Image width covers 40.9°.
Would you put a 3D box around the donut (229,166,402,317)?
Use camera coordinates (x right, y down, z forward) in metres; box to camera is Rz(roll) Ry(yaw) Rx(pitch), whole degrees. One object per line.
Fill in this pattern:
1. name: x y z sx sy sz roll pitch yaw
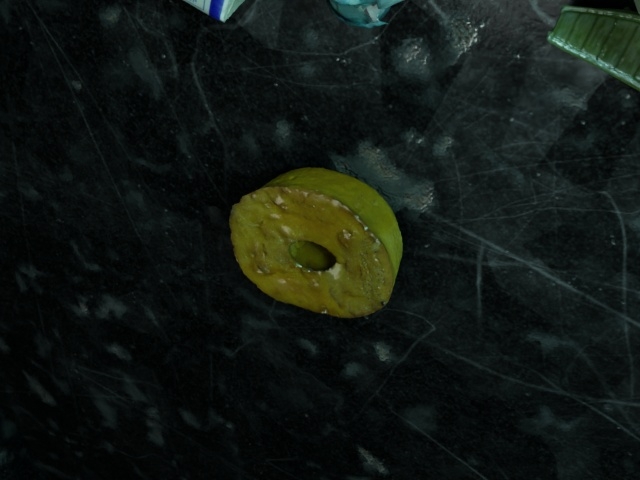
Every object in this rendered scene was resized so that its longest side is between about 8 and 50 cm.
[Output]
1. donut: 0.003 0.001 1.336 0.278 0.108 0.277 18 134 19

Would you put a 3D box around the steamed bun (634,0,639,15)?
1. steamed bun: 0.439 -0.257 0.701 0.374 0.241 0.374 12 129 15

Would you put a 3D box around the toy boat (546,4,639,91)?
1. toy boat: 0.398 -0.193 0.946 0.293 0.055 0.093 28 138 9

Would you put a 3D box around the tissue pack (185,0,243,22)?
1. tissue pack: -0.185 -0.433 1.067 0.270 0.137 0.209 30 137 3

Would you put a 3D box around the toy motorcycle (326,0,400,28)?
1. toy motorcycle: 0.083 -0.356 0.949 0.260 0.154 0.206 -12 107 41
